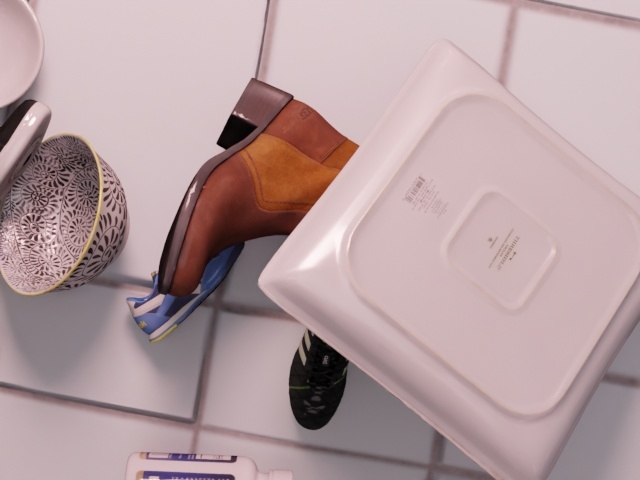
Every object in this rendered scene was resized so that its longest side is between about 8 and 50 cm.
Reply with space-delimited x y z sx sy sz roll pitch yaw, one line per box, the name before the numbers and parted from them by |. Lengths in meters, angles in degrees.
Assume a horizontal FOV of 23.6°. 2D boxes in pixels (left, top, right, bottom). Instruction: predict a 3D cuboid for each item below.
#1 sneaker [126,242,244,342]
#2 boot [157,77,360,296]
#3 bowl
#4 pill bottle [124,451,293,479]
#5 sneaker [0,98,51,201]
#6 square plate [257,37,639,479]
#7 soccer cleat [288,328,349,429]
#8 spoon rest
sneaker | -0.139 0.040 1.580 0.144 0.053 0.059 -43 90 0
boot | 0.000 0.000 1.531 0.280 0.096 0.264 29 54 -3
bowl | -0.246 -0.017 1.549 0.080 0.170 0.170 21 92 -44
pill bottle | -0.114 0.266 1.565 0.169 0.094 0.094 2 92 0
sneaker | -0.372 -0.076 1.540 0.121 0.079 0.217 37 108 -1
square plate | 0.168 0.017 1.511 0.344 0.049 0.347 39 67 -6
soccer cleat | 0.006 0.109 1.573 0.060 0.072 0.179 14 91 -1
spoon rest | -0.408 -0.159 1.556 0.276 0.084 0.137 -33 92 1
